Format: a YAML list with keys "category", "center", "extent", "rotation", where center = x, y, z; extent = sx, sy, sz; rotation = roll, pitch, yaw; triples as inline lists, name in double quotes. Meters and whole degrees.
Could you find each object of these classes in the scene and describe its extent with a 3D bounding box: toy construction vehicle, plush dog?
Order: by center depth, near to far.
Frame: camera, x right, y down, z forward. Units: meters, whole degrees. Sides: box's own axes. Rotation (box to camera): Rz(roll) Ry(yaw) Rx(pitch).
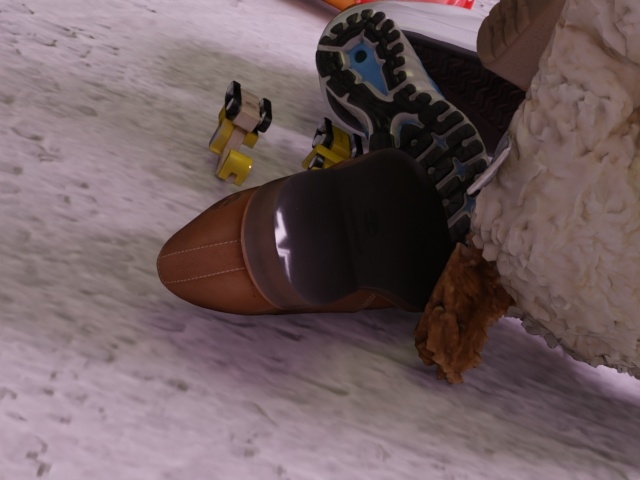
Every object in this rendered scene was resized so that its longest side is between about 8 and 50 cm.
- category: "plush dog"
  center: [0.184, 0.011, 0.776]
  extent: [0.225, 0.262, 0.211]
  rotation: [25, 66, 8]
- category: "toy construction vehicle"
  center: [-0.018, -0.042, 0.907]
  extent: [0.086, 0.035, 0.098]
  rotation: [28, 22, -17]

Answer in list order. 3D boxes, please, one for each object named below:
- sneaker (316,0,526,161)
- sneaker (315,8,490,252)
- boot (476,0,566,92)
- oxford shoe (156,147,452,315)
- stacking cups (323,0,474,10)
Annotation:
- category: "sneaker"
  center: [0.138, -0.088, 1.057]
  extent: [0.290, 0.106, 0.123]
  rotation: [19, 19, -11]
- category: "sneaker"
  center: [0.057, -0.051, 0.923]
  extent: [0.073, 0.063, 0.162]
  rotation: [40, 24, -57]
- category: "boot"
  center: [0.224, -0.128, 0.883]
  extent: [0.207, 0.248, 0.090]
  rotation: [13, 61, -26]
- category: "oxford shoe"
  center: [0.000, 0.000, 0.779]
  extent: [0.076, 0.076, 0.212]
  rotation: [-12, -7, 28]
- category: "stacking cups"
  center: [-0.034, -0.233, 1.271]
  extent: [0.316, 0.096, 0.096]
  rotation: [31, 23, 10]
